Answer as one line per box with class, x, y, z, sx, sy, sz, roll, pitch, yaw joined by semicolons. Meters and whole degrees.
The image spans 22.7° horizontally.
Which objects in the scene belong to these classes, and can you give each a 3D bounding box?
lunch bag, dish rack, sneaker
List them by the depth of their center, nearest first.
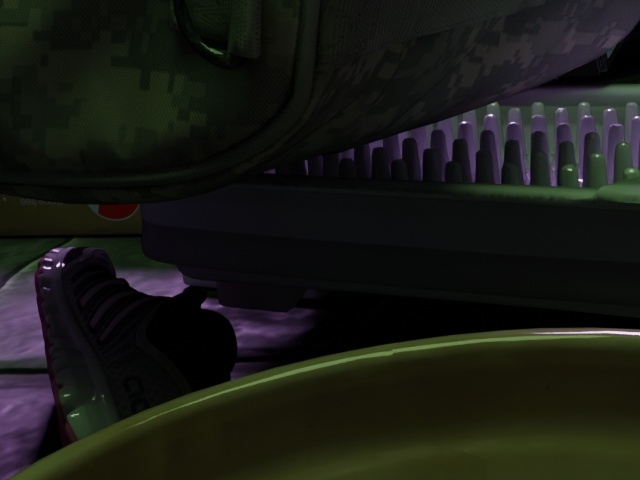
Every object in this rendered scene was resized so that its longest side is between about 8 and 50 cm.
lunch bag;-0.030;-0.125;0.603;0.256;0.212;0.305;21;23;27
sneaker;-0.073;0.045;0.643;0.075;0.063;0.170;-10;21;-10
dish rack;0.107;-0.018;0.667;0.333;0.072;0.285;5;15;34

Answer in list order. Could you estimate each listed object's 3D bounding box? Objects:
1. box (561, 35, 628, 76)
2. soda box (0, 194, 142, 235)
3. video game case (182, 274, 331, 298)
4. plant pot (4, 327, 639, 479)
box;0.090;-0.171;0.921;0.216;0.060;0.270;-1;29;26
soda box;-0.129;-0.039;0.928;0.181;0.058;0.061;0;20;26
video game case;0.000;0.000;0.818;0.087;0.011;0.122;5;23;37
plant pot;0.029;0.110;0.309;0.237;0.109;0.237;-9;19;3
